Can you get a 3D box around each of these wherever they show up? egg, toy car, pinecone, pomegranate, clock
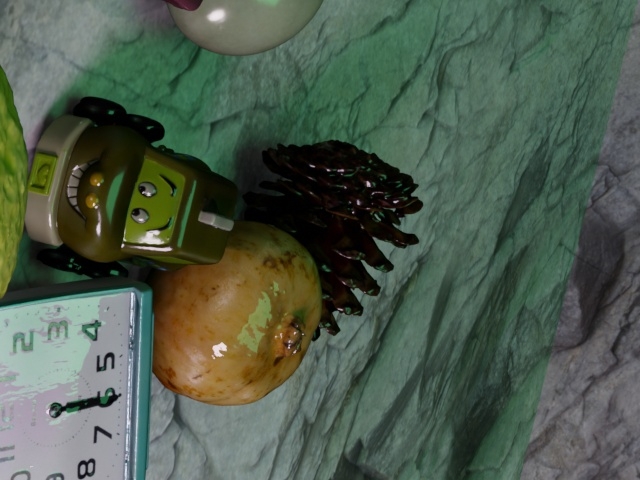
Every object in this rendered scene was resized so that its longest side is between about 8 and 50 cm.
[{"bbox_3d":[-0.086,-0.322,1.862,0.253,0.186,0.187,-51,142,-43],"label":"egg"},{"bbox_3d":[-0.195,-0.043,1.767,0.248,0.198,0.204,19,85,-61],"label":"toy car"},{"bbox_3d":[0.003,0.001,2.121,0.246,0.246,0.292,-12,128,-59],"label":"pinecone"},{"bbox_3d":[-0.111,0.089,1.939,0.248,0.248,0.248,-33,129,-53],"label":"pomegranate"},{"bbox_3d":[-0.308,0.175,1.723,0.231,0.116,0.262,-9,109,-37],"label":"clock"}]

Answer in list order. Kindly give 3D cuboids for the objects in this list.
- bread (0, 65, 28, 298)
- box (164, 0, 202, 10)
[{"bbox_3d":[-0.428,-0.036,1.211,0.348,0.307,0.348,2,90,-70],"label":"bread"},{"bbox_3d":[-0.214,-0.355,1.531,0.193,0.294,0.168,28,88,-61],"label":"box"}]
